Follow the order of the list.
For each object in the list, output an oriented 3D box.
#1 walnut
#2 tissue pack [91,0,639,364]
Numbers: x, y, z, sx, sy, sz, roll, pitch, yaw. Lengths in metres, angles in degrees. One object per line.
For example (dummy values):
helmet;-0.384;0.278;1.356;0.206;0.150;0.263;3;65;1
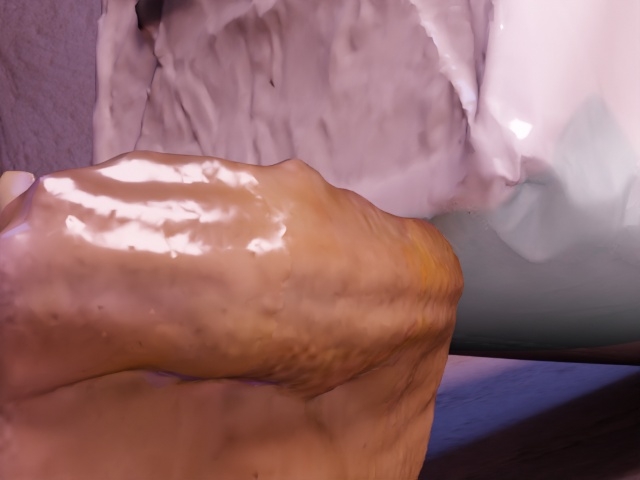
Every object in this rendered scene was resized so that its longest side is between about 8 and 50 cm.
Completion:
walnut;-0.072;0.062;0.413;0.238;0.141;0.204;-8;-15;33
tissue pack;0.114;-0.051;0.592;0.356;0.194;0.266;7;-12;-34
